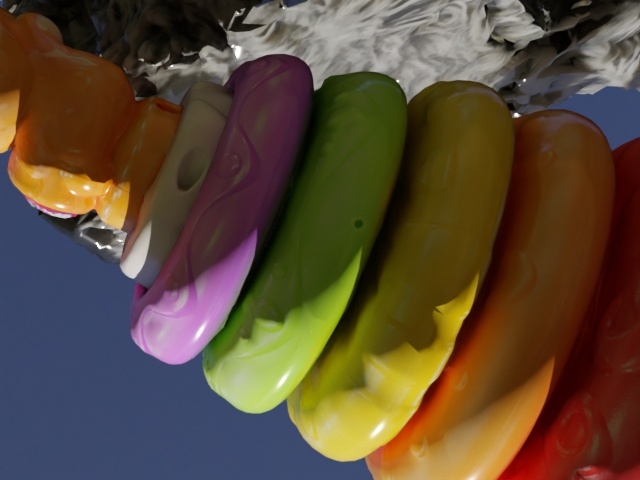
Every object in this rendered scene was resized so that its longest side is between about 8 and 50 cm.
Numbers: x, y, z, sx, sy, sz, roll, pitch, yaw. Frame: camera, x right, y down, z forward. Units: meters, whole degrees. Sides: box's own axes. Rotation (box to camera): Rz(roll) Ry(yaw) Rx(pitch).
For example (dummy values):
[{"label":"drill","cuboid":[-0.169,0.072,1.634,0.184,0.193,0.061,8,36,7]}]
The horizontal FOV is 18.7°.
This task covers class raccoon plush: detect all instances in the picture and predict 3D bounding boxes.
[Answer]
[{"label":"raccoon plush","cuboid":[-0.022,-0.163,0.847,0.446,0.216,0.299,-1,-125,-45]}]

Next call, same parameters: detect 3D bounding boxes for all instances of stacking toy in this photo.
[{"label":"stacking toy","cuboid":[0.000,0.000,0.618,0.301,0.166,0.175,23,-153,-10]}]
